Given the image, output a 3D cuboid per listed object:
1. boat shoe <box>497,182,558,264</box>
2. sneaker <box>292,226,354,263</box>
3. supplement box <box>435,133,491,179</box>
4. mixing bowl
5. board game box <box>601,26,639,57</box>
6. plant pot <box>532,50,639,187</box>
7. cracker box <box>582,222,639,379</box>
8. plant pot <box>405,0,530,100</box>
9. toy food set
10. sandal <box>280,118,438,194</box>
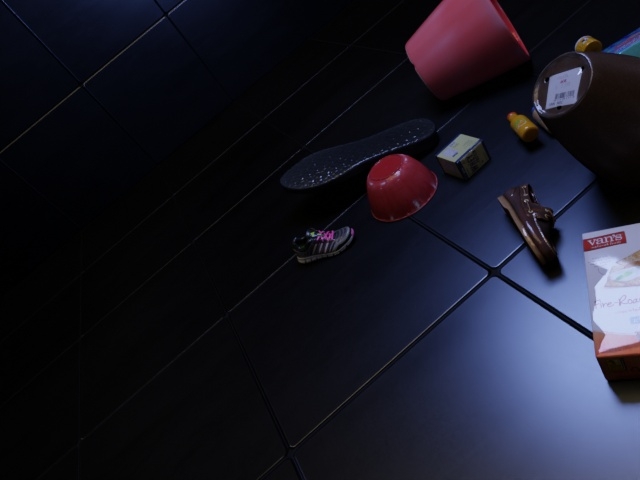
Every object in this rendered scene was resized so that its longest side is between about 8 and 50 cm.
[{"bbox_3d":[0.389,-0.040,0.956,0.073,0.073,0.207,-30,34,18],"label":"boat shoe"},{"bbox_3d":[0.000,0.000,1.292,0.170,0.075,0.063,-21,37,26],"label":"sneaker"},{"bbox_3d":[0.331,-0.196,1.218,0.083,0.056,0.083,-43,33,-5],"label":"supplement box"},{"bbox_3d":[0.180,-0.144,1.268,0.181,0.098,0.181,-27,34,19],"label":"mixing bowl"},{"bbox_3d":[0.654,-0.400,1.077,0.160,0.047,0.210,-31,8,11],"label":"board game box"},{"bbox_3d":[0.474,-0.219,0.870,0.215,0.230,0.215,-32,52,53],"label":"plant pot"},{"bbox_3d":[0.469,0.076,0.741,0.155,0.067,0.232,-14,39,32],"label":"cracker box"},{"bbox_3d":[0.381,-0.528,1.404,0.243,0.275,0.275,-32,32,31],"label":"plant pot"},{"bbox_3d":[0.511,-0.324,1.124,0.105,0.111,0.232,-101,31,-54],"label":"toy food set"},{"bbox_3d":[0.107,-0.197,1.422,0.445,0.107,0.168,-17,35,10],"label":"sandal"}]
